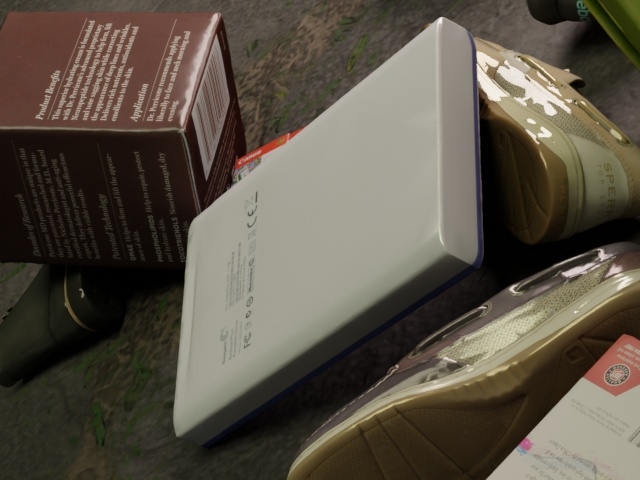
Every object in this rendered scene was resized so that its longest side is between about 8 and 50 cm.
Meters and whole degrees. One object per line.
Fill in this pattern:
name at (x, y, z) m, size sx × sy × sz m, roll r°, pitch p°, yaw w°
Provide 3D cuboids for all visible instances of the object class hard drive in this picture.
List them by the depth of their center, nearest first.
hard drive at (0.000, 0.000, 1.348) m, size 0.319 × 0.040 × 0.210 m, roll -37°, pitch 40°, yaw 41°

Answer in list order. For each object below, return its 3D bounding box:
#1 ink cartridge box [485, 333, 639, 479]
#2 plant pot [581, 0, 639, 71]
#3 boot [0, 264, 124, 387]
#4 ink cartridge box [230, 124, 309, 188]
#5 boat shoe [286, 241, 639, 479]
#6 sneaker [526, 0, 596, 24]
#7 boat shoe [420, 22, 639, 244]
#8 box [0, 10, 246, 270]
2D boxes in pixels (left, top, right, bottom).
ink cartridge box at (0.157, 0.160, 1.041) m, size 0.198 × 0.067 × 0.115 m, roll -45°, pitch 29°, yaw -7°
plant pot at (0.278, -0.215, 1.226) m, size 0.227 × 0.228 × 0.207 m, roll -43°, pitch 24°, yaw 1°
boot at (-0.253, 0.034, 1.695) m, size 0.137 × 0.077 × 0.198 m, roll -36°, pitch 29°, yaw 23°
ink cartridge box at (-0.046, -0.063, 1.607) m, size 0.063 × 0.029 × 0.115 m, roll -26°, pitch 35°, yaw 29°
boat shoe at (0.105, 0.095, 1.161) m, size 0.285 × 0.103 × 0.092 m, roll -33°, pitch 26°, yaw 11°
sneaker at (0.257, -0.269, 1.469) m, size 0.106 × 0.101 × 0.267 m, roll 9°, pitch 54°, yaw 28°
boat shoe at (0.151, -0.085, 1.344) m, size 0.098 × 0.109 × 0.302 m, roll -7°, pitch 25°, yaw -16°
box at (-0.186, -0.090, 1.594) m, size 0.203 × 0.167 × 0.168 m, roll 2°, pitch 45°, yaw 11°
